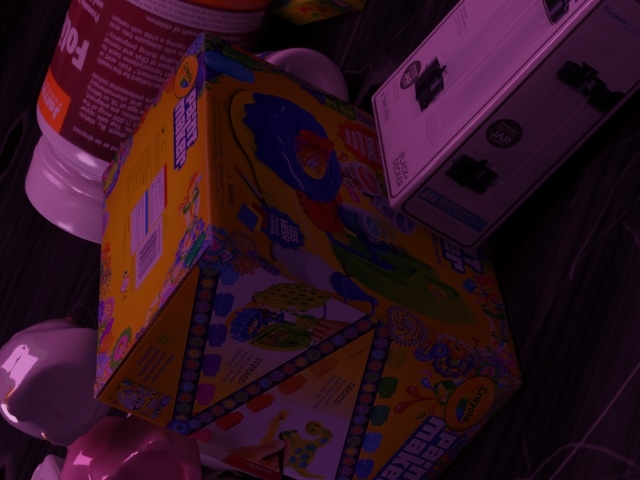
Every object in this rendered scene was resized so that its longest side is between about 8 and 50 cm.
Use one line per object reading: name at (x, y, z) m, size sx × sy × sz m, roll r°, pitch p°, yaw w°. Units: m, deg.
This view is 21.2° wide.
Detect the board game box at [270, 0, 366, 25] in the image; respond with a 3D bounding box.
board game box at (0.009, -0.305, 1.964) m, size 0.181 × 0.043 × 0.092 m, roll 3°, pitch 70°, yaw 66°

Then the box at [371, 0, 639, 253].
box at (0.170, -0.148, 1.354) m, size 0.290 × 0.087 × 0.169 m, roll -47°, pitch 28°, yaw 26°

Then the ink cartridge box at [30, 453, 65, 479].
ink cartridge box at (-0.253, 0.378, 1.761) m, size 0.211 × 0.121 × 0.289 m, roll -63°, pitch 22°, yaw 7°

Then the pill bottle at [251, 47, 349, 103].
pill bottle at (-0.054, -0.150, 1.860) m, size 0.186 × 0.112 × 0.112 m, roll 7°, pitch 74°, yaw 66°

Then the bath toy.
bath toy at (-0.150, 0.193, 1.427) m, size 0.151 × 0.348 × 0.129 m, roll -36°, pitch 27°, yaw 6°

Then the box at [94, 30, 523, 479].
box at (-0.018, 0.026, 1.383) m, size 0.177 × 0.279 × 0.290 m, roll -51°, pitch 27°, yaw 29°

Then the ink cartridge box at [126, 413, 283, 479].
ink cartridge box at (-0.087, 0.126, 1.634) m, size 0.127 × 0.128 × 0.176 m, roll -6°, pitch 61°, yaw 65°

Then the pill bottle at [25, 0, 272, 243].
pill bottle at (-0.212, -0.203, 2.065) m, size 0.224 × 0.224 × 0.392 m, roll -106°, pitch 35°, yaw -58°
